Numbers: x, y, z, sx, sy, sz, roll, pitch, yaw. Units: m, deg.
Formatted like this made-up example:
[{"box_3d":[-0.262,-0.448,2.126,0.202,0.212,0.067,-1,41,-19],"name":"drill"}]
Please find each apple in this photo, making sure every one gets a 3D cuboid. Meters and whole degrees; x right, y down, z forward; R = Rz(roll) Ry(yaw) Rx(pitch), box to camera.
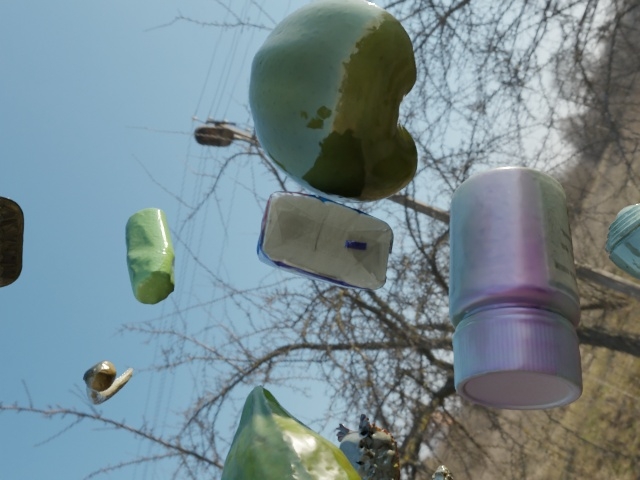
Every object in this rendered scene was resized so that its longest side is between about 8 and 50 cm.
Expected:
[{"box_3d":[0.019,-0.251,1.083,0.311,0.360,0.320,27,-94,-50],"name":"apple"}]

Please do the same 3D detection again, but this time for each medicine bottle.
[{"box_3d":[0.336,0.079,0.999,0.219,0.219,0.389,81,-166,-55],"name":"medicine bottle"}]

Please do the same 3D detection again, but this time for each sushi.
[{"box_3d":[0.112,0.543,1.198,0.129,0.124,0.333,17,-125,-42],"name":"sushi"}]

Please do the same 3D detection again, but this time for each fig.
[{"box_3d":[-0.039,0.275,0.593,0.167,0.233,0.167,-43,-24,-25],"name":"fig"}]

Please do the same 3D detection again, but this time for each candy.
[{"box_3d":[-0.516,0.038,1.741,0.142,0.344,0.132,-12,-48,-11],"name":"candy"}]

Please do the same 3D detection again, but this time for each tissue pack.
[{"box_3d":[0.000,0.000,0.977,0.269,0.209,0.137,152,136,-83],"name":"tissue pack"}]

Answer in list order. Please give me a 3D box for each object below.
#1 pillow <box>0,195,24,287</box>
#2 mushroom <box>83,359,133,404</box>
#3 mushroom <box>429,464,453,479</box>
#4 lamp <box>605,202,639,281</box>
[{"box_3d":[-0.471,0.002,0.670,0.217,0.033,0.130,2,-65,-30],"name":"pillow"},{"box_3d":[-0.327,0.221,0.878,0.068,0.043,0.306,-27,-7,-19],"name":"mushroom"},{"box_3d":[0.168,0.353,0.794,0.085,0.085,0.079,87,-165,-51],"name":"mushroom"},{"box_3d":[0.444,0.032,0.707,0.106,0.193,0.106,-25,-29,-15],"name":"lamp"}]
